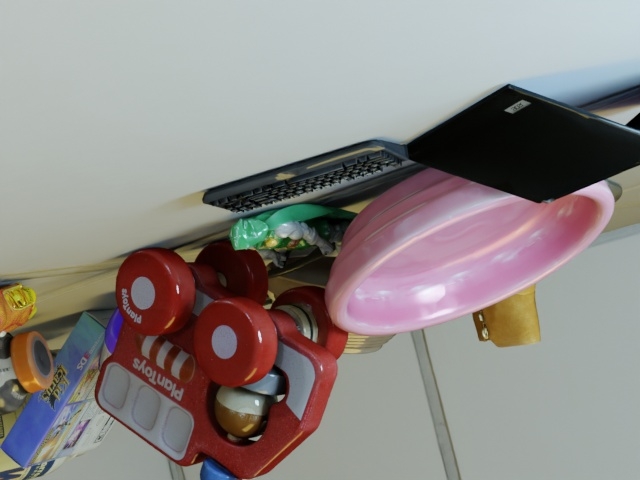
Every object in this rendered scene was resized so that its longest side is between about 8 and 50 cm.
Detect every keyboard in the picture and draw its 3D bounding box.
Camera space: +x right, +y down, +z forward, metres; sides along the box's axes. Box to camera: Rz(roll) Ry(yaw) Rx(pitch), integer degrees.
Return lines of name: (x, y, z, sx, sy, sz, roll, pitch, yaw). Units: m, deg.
keyboard: (-0.009, -0.056, 1.332, 0.180, 0.023, 0.108, -15, 175, 20)

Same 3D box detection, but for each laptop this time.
laptop: (0.243, -0.126, 1.303, 0.264, 0.136, 0.234, -39, -175, -22)

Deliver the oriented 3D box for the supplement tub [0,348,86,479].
supplement tub: (-0.572, 0.309, 2.500, 0.325, 0.235, 0.235, -8, 172, -43)

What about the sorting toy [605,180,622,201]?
sorting toy: (0.371, -0.041, 2.327, 0.229, 0.041, 0.307, -16, 174, 18)

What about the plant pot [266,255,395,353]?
plant pot: (0.035, 0.097, 2.103, 0.237, 0.109, 0.237, 5, -169, -1)

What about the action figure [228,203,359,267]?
action figure: (-0.024, -0.007, 1.615, 0.137, 0.063, 0.232, -14, 172, 36)

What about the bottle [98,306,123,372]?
bottle: (-0.275, 0.167, 2.161, 0.118, 0.092, 0.283, -57, 178, -26)

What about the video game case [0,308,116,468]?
video game case: (-0.370, 0.230, 2.345, 0.269, 0.061, 0.244, -57, 164, 11)

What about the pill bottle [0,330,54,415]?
pill bottle: (-0.516, 0.201, 2.109, 0.246, 0.130, 0.130, -15, 174, 11)

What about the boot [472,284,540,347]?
boot: (0.272, 0.037, 1.983, 0.104, 0.211, 0.295, -13, 174, -19)

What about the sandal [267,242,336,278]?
sandal: (0.000, 0.000, 1.883, 0.179, 0.040, 0.067, -28, -179, -4)

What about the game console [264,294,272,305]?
game console: (0.019, 0.057, 2.446, 0.361, 0.043, 0.213, -15, 173, 8)

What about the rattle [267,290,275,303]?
rattle: (-0.022, 0.118, 2.296, 0.130, 0.142, 0.199, -17, 160, -29)

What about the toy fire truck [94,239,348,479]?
toy fire truck: (-0.121, 0.151, 1.674, 0.302, 0.253, 0.169, 30, -159, 31)

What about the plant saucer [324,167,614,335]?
plant saucer: (0.153, -0.005, 1.587, 0.332, 0.084, 0.332, -20, 159, -8)

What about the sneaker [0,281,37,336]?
sneaker: (-0.355, 0.069, 1.623, 0.067, 0.064, 0.175, -33, -179, -6)
